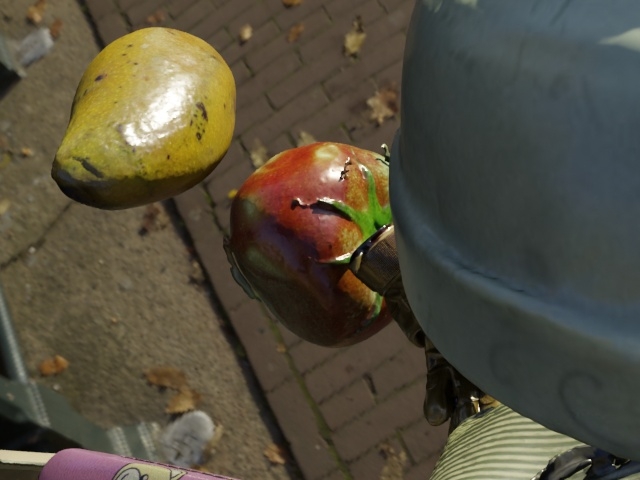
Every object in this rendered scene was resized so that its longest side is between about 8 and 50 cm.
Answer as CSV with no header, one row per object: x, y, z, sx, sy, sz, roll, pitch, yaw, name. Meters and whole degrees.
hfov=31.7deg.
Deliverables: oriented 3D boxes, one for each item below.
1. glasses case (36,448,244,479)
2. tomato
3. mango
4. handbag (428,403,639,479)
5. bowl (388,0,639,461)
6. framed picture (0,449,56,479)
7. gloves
-0.124,0.245,0.914,0.316,0.075,0.123,2,80,36,glasses case
0.000,0.000,1.670,0.239,0.303,0.304,-5,62,39,tomato
-0.193,-0.141,1.298,0.176,0.176,0.329,-18,23,11,mango
0.216,0.211,0.712,0.340,0.240,0.247,-24,94,24,handbag
0.164,-0.070,0.386,0.307,0.163,0.307,-12,32,8,bowl
-0.375,0.290,1.168,0.232,0.315,0.024,-35,71,4,framed picture
0.167,0.120,1.422,0.154,0.141,0.331,-47,67,24,gloves
